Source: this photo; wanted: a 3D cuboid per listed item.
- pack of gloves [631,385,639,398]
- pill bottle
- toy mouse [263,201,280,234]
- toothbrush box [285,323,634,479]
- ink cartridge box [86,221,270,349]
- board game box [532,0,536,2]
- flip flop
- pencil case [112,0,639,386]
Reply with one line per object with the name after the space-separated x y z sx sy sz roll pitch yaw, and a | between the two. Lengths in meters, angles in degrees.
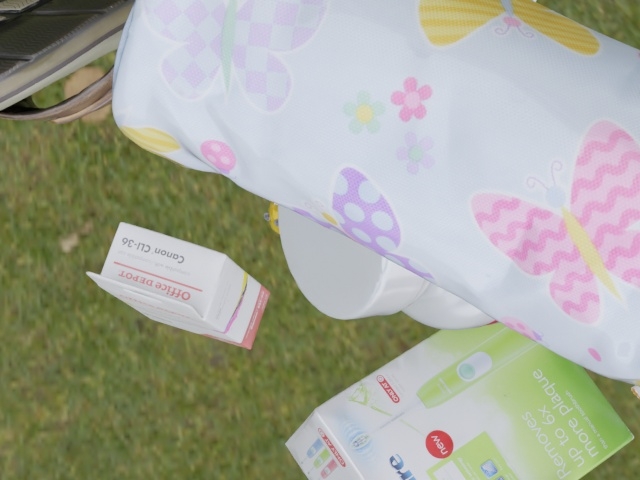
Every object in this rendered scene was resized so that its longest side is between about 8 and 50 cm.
0.390 0.082 1.701 0.232 0.195 0.046 -28 138 -29 | pack of gloves
0.136 -0.032 1.178 0.319 0.176 0.176 -9 123 -33 | pill bottle
0.000 0.000 1.680 0.143 0.161 0.031 31 87 18 | toy mouse
0.143 0.206 1.692 0.283 0.206 0.122 -29 167 -26 | toothbrush box
-0.132 0.041 1.561 0.115 0.198 0.067 16 80 16 | ink cartridge box
0.156 -0.245 1.419 0.050 0.390 0.390 21 128 9 | board game box
-0.122 -0.105 0.817 0.277 0.112 0.080 -33 139 -37 | flip flop
0.052 -0.035 0.629 0.273 0.113 0.124 26 117 18 | pencil case
